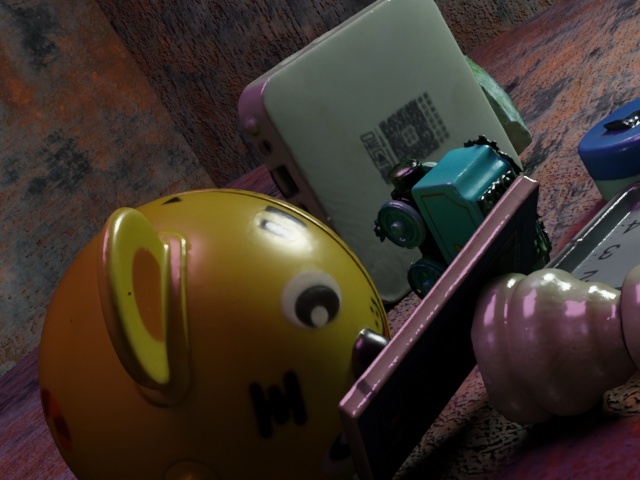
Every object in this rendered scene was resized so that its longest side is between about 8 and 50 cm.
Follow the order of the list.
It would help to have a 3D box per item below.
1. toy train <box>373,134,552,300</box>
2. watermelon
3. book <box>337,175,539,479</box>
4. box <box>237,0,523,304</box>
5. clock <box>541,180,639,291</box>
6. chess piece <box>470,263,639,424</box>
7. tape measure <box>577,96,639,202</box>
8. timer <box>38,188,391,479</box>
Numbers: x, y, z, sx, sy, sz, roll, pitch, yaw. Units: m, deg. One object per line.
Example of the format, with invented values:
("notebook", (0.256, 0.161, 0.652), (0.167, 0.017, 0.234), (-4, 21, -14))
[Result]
("toy train", (0.168, -0.011, 1.189), (0.163, 0.203, 0.112), (-5, 34, 49))
("watermelon", (0.217, -0.153, 1.696), (0.257, 0.193, 0.140), (-44, 7, 22))
("book", (0.114, 0.090, 0.912), (0.269, 0.025, 0.191), (-49, -28, -21))
("box", (0.097, -0.139, 1.482), (0.373, 0.367, 0.090), (-38, 14, -29))
("clock", (0.356, -0.002, 1.014), (0.279, 0.049, 0.273), (-40, 13, -32))
("chess piece", (0.256, 0.069, 0.815), (0.243, 0.133, 0.133), (-16, 19, 37))
("tape measure", (0.414, -0.136, 1.327), (0.215, 0.098, 0.351), (-34, 9, -14))
("timer", (-0.098, 0.129, 0.943), (0.376, 0.376, 0.387), (-30, 8, 10))
